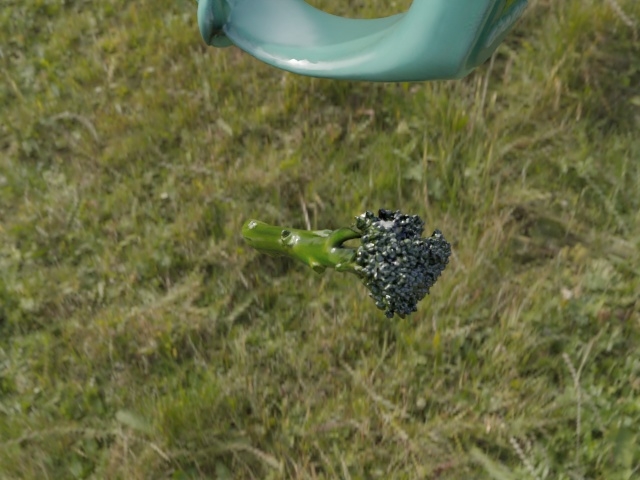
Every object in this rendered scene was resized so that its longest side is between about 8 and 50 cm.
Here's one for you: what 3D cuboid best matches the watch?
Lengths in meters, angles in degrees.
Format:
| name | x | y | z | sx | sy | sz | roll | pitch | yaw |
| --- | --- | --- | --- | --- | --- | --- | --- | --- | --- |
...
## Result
| name | x | y | z | sx | sy | sz | roll | pitch | yaw |
| --- | --- | --- | --- | --- | --- | --- | --- | --- | --- |
| watch | 0.009 | -0.160 | 0.450 | 0.195 | 0.237 | 0.068 | 33 | 52 | 12 |

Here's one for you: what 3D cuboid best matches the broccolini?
| name | x | y | z | sx | sy | sz | roll | pitch | yaw |
| --- | --- | --- | --- | --- | --- | --- | --- | --- | --- |
| broccolini | -0.002 | 0.002 | 0.762 | 0.216 | 0.058 | 0.067 | 15 | 92 | 53 |
